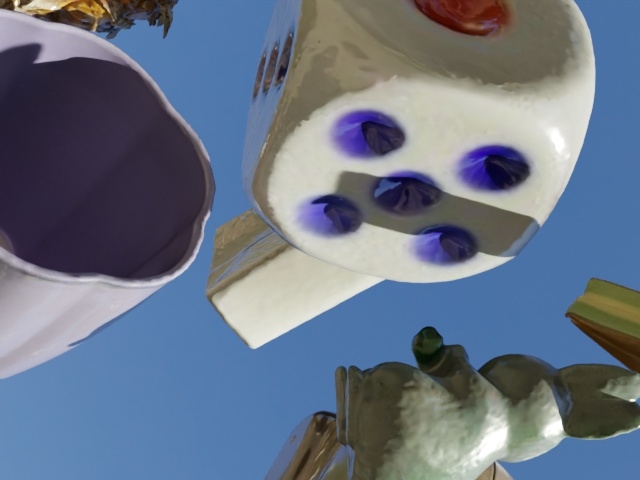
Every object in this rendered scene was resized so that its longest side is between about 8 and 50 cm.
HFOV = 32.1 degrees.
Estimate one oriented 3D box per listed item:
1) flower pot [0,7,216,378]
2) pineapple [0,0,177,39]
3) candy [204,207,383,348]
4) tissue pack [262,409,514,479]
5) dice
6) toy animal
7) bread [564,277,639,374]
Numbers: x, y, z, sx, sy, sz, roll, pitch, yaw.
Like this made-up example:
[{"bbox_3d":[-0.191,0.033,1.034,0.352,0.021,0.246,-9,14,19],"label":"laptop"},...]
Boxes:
[{"bbox_3d":[-0.253,-0.012,0.914,0.243,0.265,0.265,-45,-111,39],"label":"flower pot"},{"bbox_3d":[-0.255,-0.363,1.109,0.300,0.352,0.353,17,-71,12],"label":"pineapple"},{"bbox_3d":[0.001,0.003,1.716,0.358,0.208,0.145,-29,-65,13],"label":"candy"},{"bbox_3d":[0.081,0.361,1.352,0.277,0.267,0.387,38,-21,-8],"label":"tissue pack"},{"bbox_3d":[0.091,-0.147,1.197,0.304,0.304,0.277,115,-17,-48],"label":"dice"},{"bbox_3d":[0.138,0.144,0.918,0.125,0.251,0.127,-110,-159,-64],"label":"toy animal"},{"bbox_3d":[0.331,0.105,1.162,0.139,0.074,0.084,19,-39,29],"label":"bread"}]
